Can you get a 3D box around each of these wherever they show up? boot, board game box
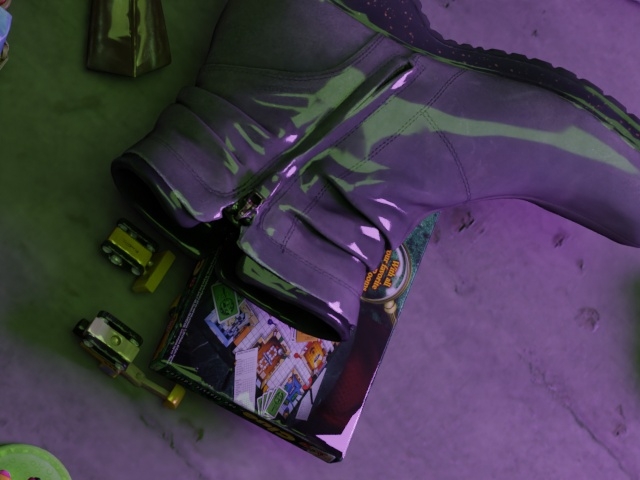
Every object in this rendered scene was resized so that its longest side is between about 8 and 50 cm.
[{"bbox_3d":[0.053,-0.024,1.106,0.338,0.118,0.223,28,67,-2],"label":"boot"},{"bbox_3d":[0.000,0.000,1.141,0.136,0.030,0.259,29,65,-12],"label":"board game box"},{"bbox_3d":[-0.101,-0.159,1.141,0.106,0.037,0.114,-4,80,-8],"label":"boot"}]

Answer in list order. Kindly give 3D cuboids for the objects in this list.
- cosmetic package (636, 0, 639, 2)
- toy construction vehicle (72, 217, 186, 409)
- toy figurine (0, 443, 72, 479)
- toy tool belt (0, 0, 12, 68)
[{"bbox_3d":[0.207,-0.422,1.143,0.329,0.327,0.393,19,75,-16],"label":"cosmetic package"},{"bbox_3d":[-0.112,0.048,1.111,0.098,0.035,0.086,37,60,-14],"label":"toy construction vehicle"},{"bbox_3d":[-0.180,0.191,0.991,0.130,0.159,0.173,33,71,-13],"label":"toy figurine"},{"bbox_3d":[-0.213,-0.129,1.087,0.052,0.051,0.083,33,71,-13],"label":"toy tool belt"}]
